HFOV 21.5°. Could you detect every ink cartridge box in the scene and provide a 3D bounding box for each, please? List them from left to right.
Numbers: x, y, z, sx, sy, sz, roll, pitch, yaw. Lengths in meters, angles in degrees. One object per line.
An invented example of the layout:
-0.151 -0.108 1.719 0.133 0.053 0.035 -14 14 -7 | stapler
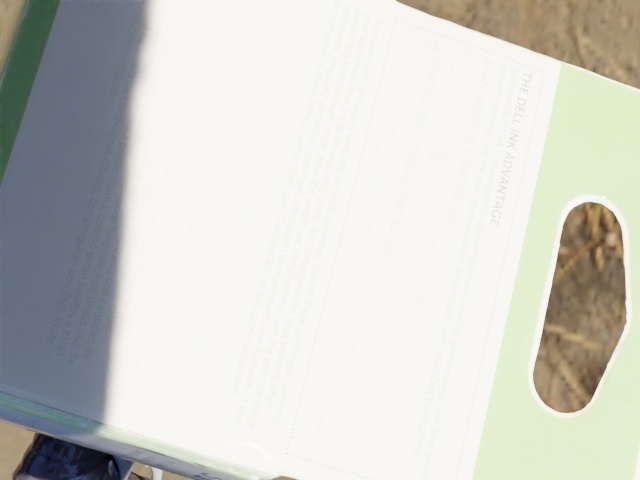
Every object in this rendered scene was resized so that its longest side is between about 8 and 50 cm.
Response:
0.000 0.000 0.554 0.235 0.171 0.056 19 161 -15 | ink cartridge box

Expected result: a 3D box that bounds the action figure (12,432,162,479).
-0.079 -0.013 0.816 0.099 0.185 0.285 8 115 -16 | action figure
